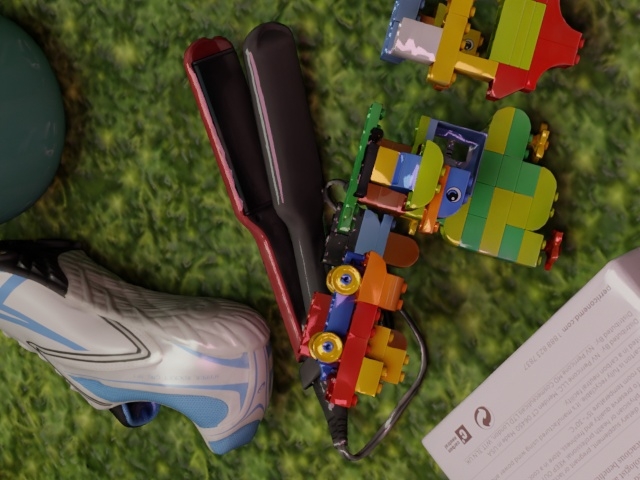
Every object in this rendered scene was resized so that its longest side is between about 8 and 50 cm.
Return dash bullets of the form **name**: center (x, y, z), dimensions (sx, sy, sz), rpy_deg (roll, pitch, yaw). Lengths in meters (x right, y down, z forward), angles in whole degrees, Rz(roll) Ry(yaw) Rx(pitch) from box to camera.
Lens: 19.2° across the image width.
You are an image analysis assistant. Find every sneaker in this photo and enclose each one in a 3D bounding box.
- **sneaker**: center (-0.129, 0.053, 1.046), dimensions (0.237, 0.085, 0.086), rpy_deg (18, 107, 33)

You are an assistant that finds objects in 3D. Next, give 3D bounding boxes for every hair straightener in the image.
- **hair straightener**: center (0.000, 0.000, 0.961), dimensions (0.089, 0.047, 0.230), rpy_deg (-11, 95, 38)

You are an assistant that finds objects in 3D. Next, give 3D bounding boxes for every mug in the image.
- **mug**: center (-0.216, -0.077, 1.069), dimensions (0.158, 0.097, 0.129), rpy_deg (47, 125, 18)

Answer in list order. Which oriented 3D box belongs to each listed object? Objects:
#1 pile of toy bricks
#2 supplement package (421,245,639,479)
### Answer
- **pile of toy bricks**: center (0.066, -0.019, 0.883), dimensions (0.105, 0.118, 0.212), rpy_deg (16, 88, -4)
- **supplement package**: center (0.189, 0.125, 0.798), dimensions (0.244, 0.139, 0.134), rpy_deg (51, 126, 13)
